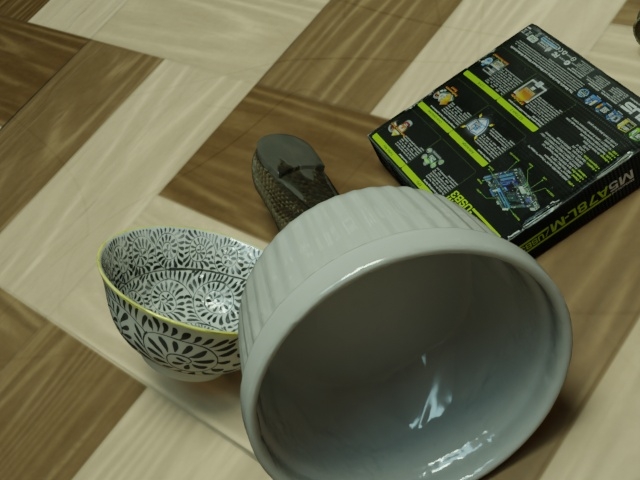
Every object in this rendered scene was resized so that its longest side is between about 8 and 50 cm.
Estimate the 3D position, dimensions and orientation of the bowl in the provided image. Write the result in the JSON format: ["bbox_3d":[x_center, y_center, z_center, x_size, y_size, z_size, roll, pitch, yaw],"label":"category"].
[{"bbox_3d":[-0.100,0.061,0.718,0.170,0.080,0.170,14,23,-6],"label":"bowl"}]

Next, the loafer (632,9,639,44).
[{"bbox_3d":[0.302,-0.148,0.711,0.050,0.056,0.148,-34,44,-11],"label":"loafer"}]

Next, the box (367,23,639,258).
[{"bbox_3d":[0.161,-0.079,0.740,0.184,0.045,0.191,-36,45,0],"label":"box"}]

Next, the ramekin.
[{"bbox_3d":[0.044,0.063,0.575,0.207,0.207,0.109,-30,36,3],"label":"ramekin"}]

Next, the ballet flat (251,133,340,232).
[{"bbox_3d":[0.000,0.000,0.758,0.084,0.058,0.250,-8,44,-26],"label":"ballet flat"}]
